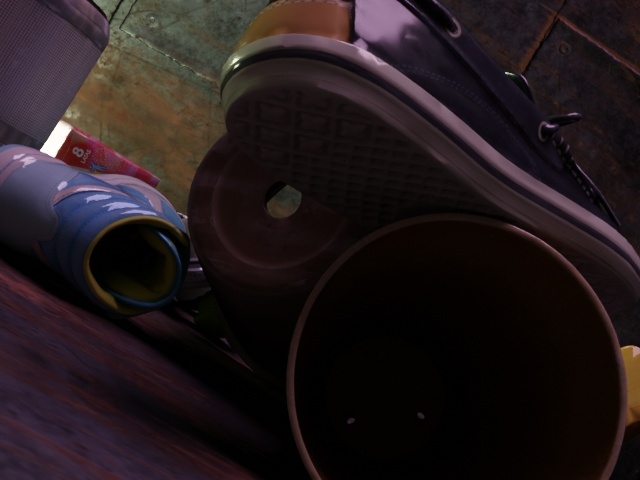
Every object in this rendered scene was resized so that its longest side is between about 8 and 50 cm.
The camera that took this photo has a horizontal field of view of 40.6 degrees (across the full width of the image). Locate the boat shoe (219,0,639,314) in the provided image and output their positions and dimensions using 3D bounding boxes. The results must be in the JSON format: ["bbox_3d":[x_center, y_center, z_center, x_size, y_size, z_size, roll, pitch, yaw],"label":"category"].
[{"bbox_3d":[0.126,-0.057,0.713,0.186,0.156,0.500,-14,-33,40],"label":"boat shoe"}]

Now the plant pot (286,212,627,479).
[{"bbox_3d":[0.076,0.121,0.702,0.237,0.237,0.254,31,-15,-1],"label":"plant pot"}]

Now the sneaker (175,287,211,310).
[{"bbox_3d":[-0.072,0.130,1.259,0.282,0.153,0.099,1,1,-3],"label":"sneaker"}]

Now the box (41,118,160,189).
[{"bbox_3d":[-0.381,-0.097,1.251,0.154,0.142,0.300,32,-3,-37],"label":"box"}]

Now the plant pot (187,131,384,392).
[{"bbox_3d":[0.000,0.000,0.916,0.323,0.323,0.280,30,-7,24],"label":"plant pot"}]

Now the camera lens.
[{"bbox_3d":[-0.379,-0.191,0.935,0.219,0.274,0.219,31,-2,1],"label":"camera lens"}]

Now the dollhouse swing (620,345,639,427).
[{"bbox_3d":[0.398,0.242,1.538,0.347,0.315,0.305,90,-24,-63],"label":"dollhouse swing"}]

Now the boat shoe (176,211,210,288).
[{"bbox_3d":[-0.202,0.007,1.209,0.109,0.094,0.302,0,3,-26],"label":"boat shoe"}]

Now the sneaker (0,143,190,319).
[{"bbox_3d":[-0.193,0.012,0.904,0.208,0.127,0.319,28,6,23],"label":"sneaker"}]

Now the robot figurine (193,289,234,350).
[{"bbox_3d":[-0.112,0.088,1.118,0.115,0.101,0.067,-20,-44,39],"label":"robot figurine"}]
